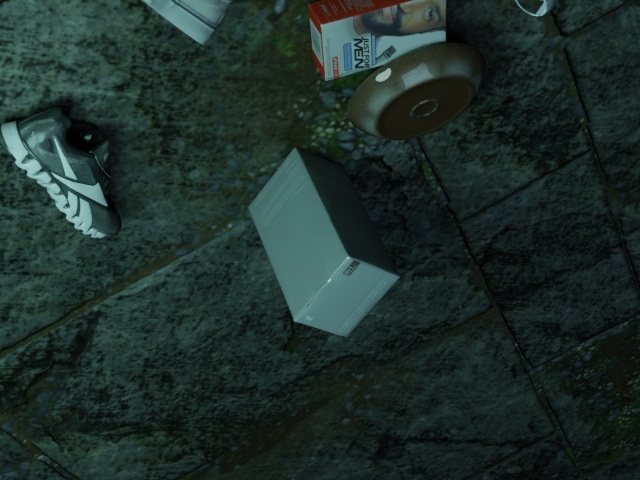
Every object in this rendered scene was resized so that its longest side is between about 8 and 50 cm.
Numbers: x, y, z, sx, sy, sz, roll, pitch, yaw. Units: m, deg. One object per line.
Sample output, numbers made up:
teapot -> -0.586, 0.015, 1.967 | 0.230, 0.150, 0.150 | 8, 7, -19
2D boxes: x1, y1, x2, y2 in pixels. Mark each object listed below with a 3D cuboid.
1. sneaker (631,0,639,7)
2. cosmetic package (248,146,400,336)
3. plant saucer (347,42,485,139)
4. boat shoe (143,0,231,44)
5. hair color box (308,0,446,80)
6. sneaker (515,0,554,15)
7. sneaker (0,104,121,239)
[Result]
sneaker -> 0.444, -0.426, 1.560 | 0.123, 0.106, 0.290 | -26, 151, -4
cosmetic package -> 0.000, 0.000, 1.671 | 0.107, 0.238, 0.127 | 19, 124, -39
plant saucer -> 0.134, -0.189, 1.654 | 0.198, 0.036, 0.198 | -17, 155, -8
boat shoe -> -0.165, -0.295, 1.348 | 0.088, 0.096, 0.267 | -49, 156, 5
hair color box -> 0.073, -0.271, 1.564 | 0.167, 0.053, 0.093 | -18, 139, -11
sneaker -> 0.279, -0.430, 1.365 | 0.137, 0.210, 0.366 | -4, 139, -46
sneaker -> -0.297, -0.086, 1.553 | 0.106, 0.078, 0.234 | -29, 137, 7
